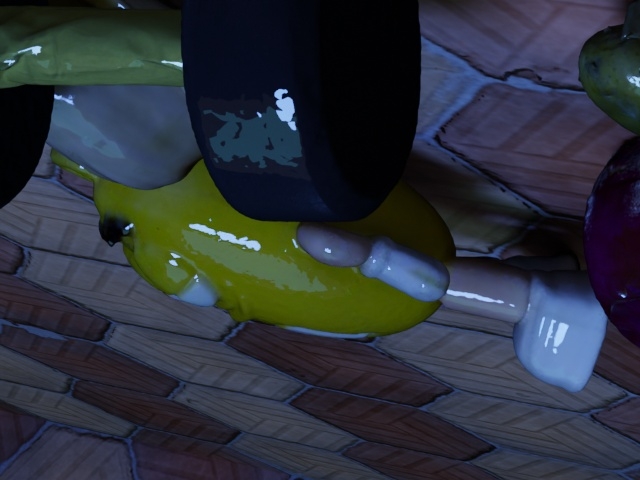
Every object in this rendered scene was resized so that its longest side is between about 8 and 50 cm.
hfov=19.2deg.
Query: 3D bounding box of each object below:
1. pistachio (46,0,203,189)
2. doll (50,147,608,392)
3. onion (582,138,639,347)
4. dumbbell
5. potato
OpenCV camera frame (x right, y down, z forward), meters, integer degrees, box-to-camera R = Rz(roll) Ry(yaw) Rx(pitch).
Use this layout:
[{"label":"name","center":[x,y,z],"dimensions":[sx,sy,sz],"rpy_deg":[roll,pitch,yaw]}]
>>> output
[{"label":"pistachio","center":[-0.147,-0.119,1.299],"dimensions":[0.206,0.129,0.131],"rpy_deg":[34,147,-29]},{"label":"doll","center":[0.031,0.008,1.507],"dimensions":[0.423,0.161,0.348],"rpy_deg":[15,178,21]},{"label":"onion","center":[0.294,0.010,1.305],"dimensions":[0.218,0.140,0.195],"rpy_deg":[-4,147,41]},{"label":"dumbbell","center":[-0.120,-0.112,1.094],"dimensions":[0.322,0.204,0.204],"rpy_deg":[1,159,20]},{"label":"potato","center":[0.255,-0.074,1.123],"dimensions":[0.225,0.090,0.117],"rpy_deg":[20,163,-15]}]
